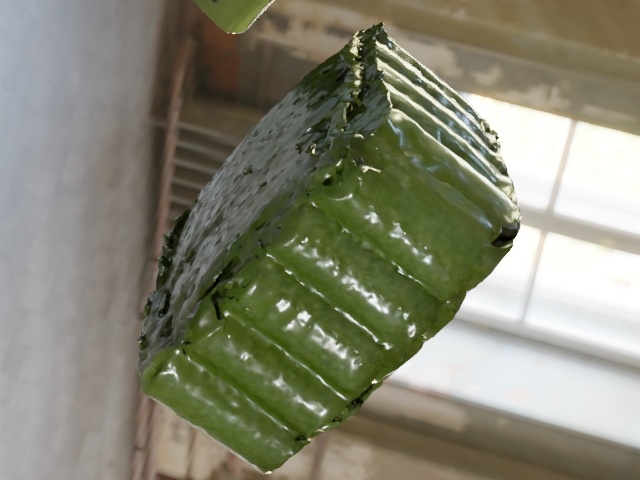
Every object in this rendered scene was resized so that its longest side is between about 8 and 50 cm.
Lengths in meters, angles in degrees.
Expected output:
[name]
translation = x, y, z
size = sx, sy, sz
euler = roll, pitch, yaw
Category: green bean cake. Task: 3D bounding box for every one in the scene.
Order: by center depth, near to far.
[green bean cake]
translation = 0.000, 0.000, 0.826
size = 0.200, 0.113, 0.214
euler = -45, -163, 17

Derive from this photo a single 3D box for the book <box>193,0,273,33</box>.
[book]
translation = -0.045, -0.333, 1.095
size = 0.352, 0.239, 0.035
euler = -41, 179, 41
